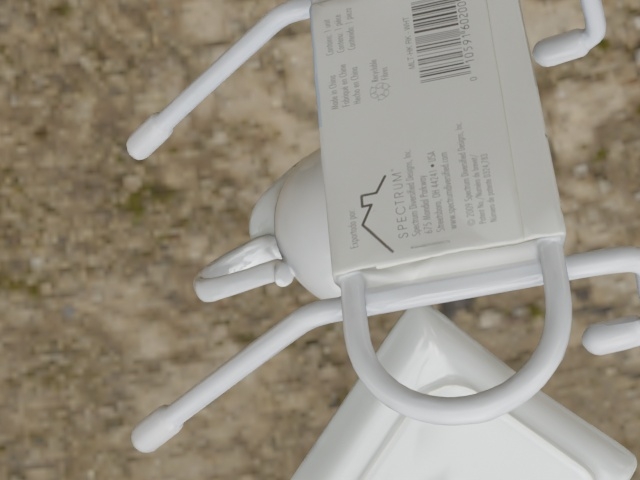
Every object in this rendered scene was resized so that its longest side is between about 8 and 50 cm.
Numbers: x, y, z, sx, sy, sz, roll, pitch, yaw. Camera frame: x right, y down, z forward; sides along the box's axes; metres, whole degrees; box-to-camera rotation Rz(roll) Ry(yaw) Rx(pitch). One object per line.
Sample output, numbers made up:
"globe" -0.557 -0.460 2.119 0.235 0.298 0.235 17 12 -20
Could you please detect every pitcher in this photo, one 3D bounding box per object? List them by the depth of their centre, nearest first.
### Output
"pitcher" 0.000 0.000 1.206 0.178 0.125 0.207 -36 -166 -13

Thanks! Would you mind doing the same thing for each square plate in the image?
"square plate" 0.117 0.281 1.555 0.347 0.049 0.344 36 86 -31

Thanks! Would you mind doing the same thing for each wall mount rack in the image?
"wall mount rack" 0.020 -0.028 0.908 0.304 0.350 0.130 -11 147 9
